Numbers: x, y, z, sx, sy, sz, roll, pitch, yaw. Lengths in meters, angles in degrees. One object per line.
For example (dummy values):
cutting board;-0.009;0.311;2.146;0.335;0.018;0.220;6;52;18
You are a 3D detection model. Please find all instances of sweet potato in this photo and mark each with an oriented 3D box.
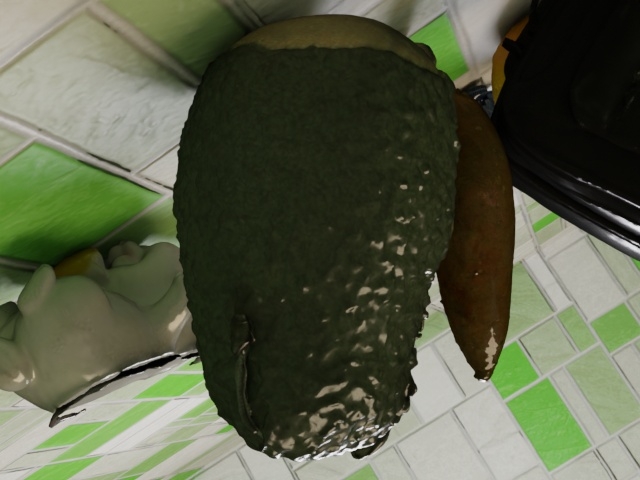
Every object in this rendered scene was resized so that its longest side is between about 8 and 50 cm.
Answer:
sweet potato;0.120;-0.053;0.915;0.079;0.346;0.108;2;155;-29

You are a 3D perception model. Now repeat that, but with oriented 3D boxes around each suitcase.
suitcase;0.347;-0.155;0.952;0.345;0.339;0.188;-58;170;-10

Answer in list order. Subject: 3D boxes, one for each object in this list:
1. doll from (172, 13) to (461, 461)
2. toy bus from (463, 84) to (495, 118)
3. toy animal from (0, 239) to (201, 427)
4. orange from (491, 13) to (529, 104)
doll;0.000;0.000;0.828;0.247;0.350;0.247;3;171;1
toy bus;0.145;-0.132;1.241;0.236;0.079;0.094;-17;176;-46
toy animal;-0.211;0.085;1.062;0.208;0.154;0.325;-27;172;9
orange;0.276;-0.187;1.147;0.177;0.155;0.177;-38;170;-8
